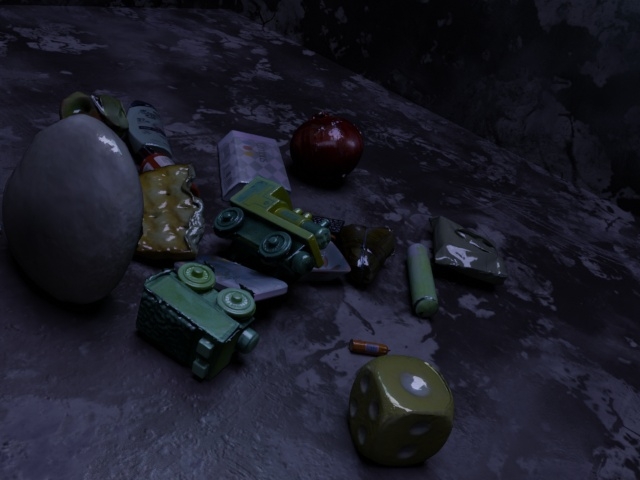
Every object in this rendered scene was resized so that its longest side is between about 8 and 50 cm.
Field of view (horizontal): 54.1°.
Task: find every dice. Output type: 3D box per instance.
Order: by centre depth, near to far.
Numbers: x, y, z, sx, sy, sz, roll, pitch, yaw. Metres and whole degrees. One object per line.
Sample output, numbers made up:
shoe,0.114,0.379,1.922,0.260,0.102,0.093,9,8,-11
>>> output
dice,0.164,0.351,1.300,0.169,0.169,0.166,9,32,-18

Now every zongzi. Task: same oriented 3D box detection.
zongzi,0.082,0.029,1.869,0.242,0.112,0.221,12,33,22

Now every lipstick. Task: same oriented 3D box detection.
lipstick,0.300,0.116,1.867,0.076,0.076,0.304,16,29,-6

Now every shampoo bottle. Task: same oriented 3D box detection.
shampoo bottle,-0.473,-0.193,1.887,0.104,0.104,0.278,-10,41,-40
shampoo bottle,-0.598,-0.375,2.133,0.134,0.078,0.359,14,29,-32

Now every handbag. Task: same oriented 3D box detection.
handbag,0.486,0.031,2.080,0.253,0.109,0.316,21,24,-5

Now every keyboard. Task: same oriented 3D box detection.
keyboard,-0.084,-0.063,1.920,0.309,0.018,0.101,10,27,11

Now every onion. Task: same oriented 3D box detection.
onion,0.022,-0.344,2.285,0.276,0.276,0.276,15,30,-9

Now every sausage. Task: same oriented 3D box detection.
sausage,0.124,0.268,1.556,0.107,0.031,0.031,12,31,-16

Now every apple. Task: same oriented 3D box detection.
apple,-0.719,-0.389,2.004,0.207,0.174,0.188,23,3,4

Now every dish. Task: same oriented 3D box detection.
dish,-0.047,0.062,1.758,0.234,0.064,0.154,3,34,-29

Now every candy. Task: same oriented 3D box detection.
candy,-0.547,-0.073,1.362,0.386,0.427,0.186,47,29,17

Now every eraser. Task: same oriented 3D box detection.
eraser,-0.236,-0.253,2.147,0.213,0.082,0.397,9,32,-19

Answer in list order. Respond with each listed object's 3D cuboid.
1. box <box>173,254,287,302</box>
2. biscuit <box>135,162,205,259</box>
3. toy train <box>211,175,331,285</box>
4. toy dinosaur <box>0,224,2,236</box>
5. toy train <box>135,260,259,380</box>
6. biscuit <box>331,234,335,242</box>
box,-0.225,0.091,1.548,0.285,0.044,0.142,18,19,36
biscuit,-0.416,-0.083,1.681,0.329,0.078,0.335,22,56,16
toy train,-0.115,-0.026,1.650,0.237,0.150,0.369,-42,45,-23
toy dinosaur,-0.808,-0.031,1.499,0.083,0.031,0.047,8,30,-18
toy train,-0.267,0.167,1.375,0.271,0.159,0.188,33,36,13
biscuit,0.000,0.000,1.868,0.078,0.091,0.015,16,59,-44
